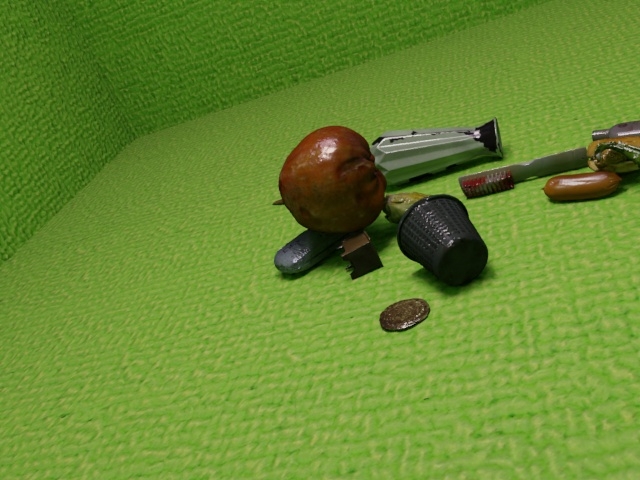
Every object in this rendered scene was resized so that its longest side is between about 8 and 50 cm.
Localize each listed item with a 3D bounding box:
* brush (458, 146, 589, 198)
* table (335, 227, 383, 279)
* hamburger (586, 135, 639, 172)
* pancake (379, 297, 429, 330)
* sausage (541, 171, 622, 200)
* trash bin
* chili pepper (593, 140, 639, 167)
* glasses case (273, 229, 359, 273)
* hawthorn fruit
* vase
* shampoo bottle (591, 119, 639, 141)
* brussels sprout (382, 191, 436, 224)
[{"bbox_3d":[0.509,-0.166,1.859,0.321,0.060,0.050,-13,38,21],"label":"brush"},{"bbox_3d":[0.091,0.034,1.775,0.082,0.083,0.070,-27,25,-1],"label":"table"},{"bbox_3d":[0.687,-0.198,1.702,0.138,0.083,0.147,-9,5,16],"label":"hamburger"},{"bbox_3d":[0.175,0.152,1.539,0.115,0.011,0.115,-19,24,9],"label":"pancake"},{"bbox_3d":[0.593,-0.123,1.691,0.183,0.062,0.054,-1,14,37],"label":"sausage"},{"bbox_3d":[0.275,0.010,1.588,0.175,0.175,0.161,-26,35,-6],"label":"trash bin"},{"bbox_3d":[0.716,-0.123,1.508,0.085,0.076,0.359,-50,39,4],"label":"chili pepper"},{"bbox_3d":[0.000,0.000,1.943,0.282,0.067,0.109,-36,32,-24],"label":"glasses case"},{"bbox_3d":[0.009,-0.134,1.847,0.298,0.277,0.277,-19,24,17],"label":"hawthorn fruit"},{"bbox_3d":[0.329,-0.259,2.104,0.360,0.165,0.165,-10,27,18],"label":"vase"},{"bbox_3d":[0.775,-0.275,1.869,0.165,0.040,0.080,-3,33,36],"label":"shampoo bottle"},{"bbox_3d":[0.237,-0.076,1.866,0.181,0.101,0.139,2,24,46],"label":"brussels sprout"}]
